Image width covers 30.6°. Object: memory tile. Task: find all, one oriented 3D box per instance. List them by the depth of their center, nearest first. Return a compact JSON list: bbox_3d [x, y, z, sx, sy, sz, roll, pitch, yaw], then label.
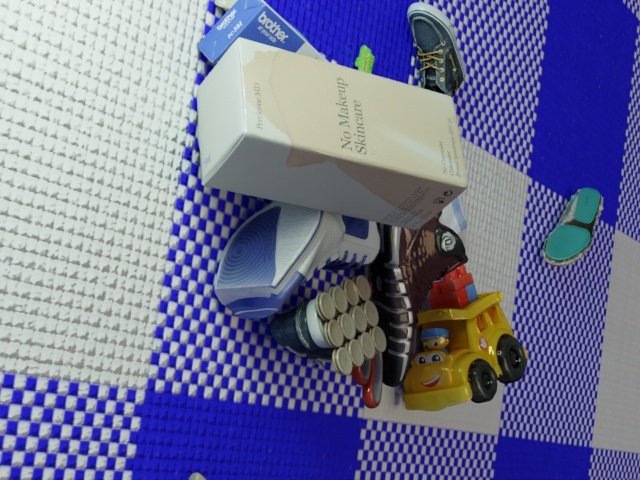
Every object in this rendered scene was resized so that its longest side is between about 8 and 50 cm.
[{"bbox_3d":[0.041,0.109,1.545,0.148,0.012,0.113,-21,94,-61],"label":"memory tile"}]

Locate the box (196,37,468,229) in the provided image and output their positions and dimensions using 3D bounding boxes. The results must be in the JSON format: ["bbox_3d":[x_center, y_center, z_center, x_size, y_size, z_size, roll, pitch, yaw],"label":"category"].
[{"bbox_3d":[0.013,-0.124,1.426,0.311,0.121,0.148,10,58,-29],"label":"box"}]

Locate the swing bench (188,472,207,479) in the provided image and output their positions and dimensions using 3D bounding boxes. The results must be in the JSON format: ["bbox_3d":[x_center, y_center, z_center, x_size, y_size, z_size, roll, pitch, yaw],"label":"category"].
[{"bbox_3d":[-0.102,0.466,1.414,0.253,0.165,0.255,-60,143,-35],"label":"swing bench"}]

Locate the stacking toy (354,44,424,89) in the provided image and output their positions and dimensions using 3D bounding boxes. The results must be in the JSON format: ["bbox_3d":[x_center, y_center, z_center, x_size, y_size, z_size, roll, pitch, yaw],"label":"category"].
[{"bbox_3d":[0.113,-0.162,1.746,0.167,0.052,0.221,27,59,-51],"label":"stacking toy"}]

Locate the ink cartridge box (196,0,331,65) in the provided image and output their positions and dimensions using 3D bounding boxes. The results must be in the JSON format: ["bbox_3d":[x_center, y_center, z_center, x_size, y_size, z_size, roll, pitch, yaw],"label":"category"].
[{"bbox_3d":[-0.056,-0.224,1.485,0.097,0.046,0.207,-46,142,7],"label":"ink cartridge box"}]

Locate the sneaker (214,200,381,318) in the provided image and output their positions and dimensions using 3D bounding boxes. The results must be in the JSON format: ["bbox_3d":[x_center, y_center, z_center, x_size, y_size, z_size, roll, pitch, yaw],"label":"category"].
[{"bbox_3d":[0.000,-0.001,1.555,0.182,0.127,0.315,59,45,-37],"label":"sneaker"}]

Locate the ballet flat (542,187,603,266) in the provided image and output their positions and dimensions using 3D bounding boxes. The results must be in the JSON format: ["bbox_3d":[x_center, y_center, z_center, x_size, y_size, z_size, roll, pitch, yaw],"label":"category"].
[{"bbox_3d":[0.514,-0.010,2.368,0.241,0.091,0.077,-50,154,-37],"label":"ballet flat"}]

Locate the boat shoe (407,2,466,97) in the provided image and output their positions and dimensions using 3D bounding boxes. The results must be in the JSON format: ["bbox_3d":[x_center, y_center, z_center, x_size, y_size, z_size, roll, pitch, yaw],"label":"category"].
[{"bbox_3d":[0.181,-0.290,1.856,0.183,0.065,0.083,52,50,-46],"label":"boat shoe"}]

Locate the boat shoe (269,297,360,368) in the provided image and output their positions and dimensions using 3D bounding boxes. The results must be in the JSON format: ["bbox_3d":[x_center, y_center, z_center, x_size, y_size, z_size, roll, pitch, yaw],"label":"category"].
[{"bbox_3d":[0.007,0.128,1.612,0.254,0.079,0.095,11,69,-70],"label":"boat shoe"}]

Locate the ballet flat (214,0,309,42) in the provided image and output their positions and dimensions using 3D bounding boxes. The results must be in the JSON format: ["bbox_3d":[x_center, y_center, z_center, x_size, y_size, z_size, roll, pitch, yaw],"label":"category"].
[{"bbox_3d":[-0.078,-0.278,1.497,0.052,0.057,0.168,-53,137,0],"label":"ballet flat"}]

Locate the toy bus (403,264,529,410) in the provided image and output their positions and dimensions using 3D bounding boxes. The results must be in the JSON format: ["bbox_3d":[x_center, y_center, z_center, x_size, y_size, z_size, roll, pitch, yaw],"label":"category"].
[{"bbox_3d":[0.216,0.153,1.890,0.220,0.149,0.211,-24,99,-50],"label":"toy bus"}]

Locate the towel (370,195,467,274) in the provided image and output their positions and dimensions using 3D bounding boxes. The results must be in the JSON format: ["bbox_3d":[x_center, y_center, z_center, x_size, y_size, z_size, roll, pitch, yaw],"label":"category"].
[{"bbox_3d":[0.148,-0.038,1.858,0.285,0.034,0.209,-46,128,-44],"label":"towel"}]

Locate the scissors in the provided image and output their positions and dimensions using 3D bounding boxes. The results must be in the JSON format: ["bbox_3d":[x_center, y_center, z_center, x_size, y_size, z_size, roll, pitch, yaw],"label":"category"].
[{"bbox_3d":[0.068,0.090,1.658,0.109,0.021,0.297,54,32,-51],"label":"scissors"}]

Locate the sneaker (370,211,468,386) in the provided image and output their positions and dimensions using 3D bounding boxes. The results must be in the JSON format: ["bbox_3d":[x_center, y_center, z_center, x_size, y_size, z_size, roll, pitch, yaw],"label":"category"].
[{"bbox_3d":[0.153,0.076,1.748,0.162,0.106,0.281,-11,111,-29],"label":"sneaker"}]
